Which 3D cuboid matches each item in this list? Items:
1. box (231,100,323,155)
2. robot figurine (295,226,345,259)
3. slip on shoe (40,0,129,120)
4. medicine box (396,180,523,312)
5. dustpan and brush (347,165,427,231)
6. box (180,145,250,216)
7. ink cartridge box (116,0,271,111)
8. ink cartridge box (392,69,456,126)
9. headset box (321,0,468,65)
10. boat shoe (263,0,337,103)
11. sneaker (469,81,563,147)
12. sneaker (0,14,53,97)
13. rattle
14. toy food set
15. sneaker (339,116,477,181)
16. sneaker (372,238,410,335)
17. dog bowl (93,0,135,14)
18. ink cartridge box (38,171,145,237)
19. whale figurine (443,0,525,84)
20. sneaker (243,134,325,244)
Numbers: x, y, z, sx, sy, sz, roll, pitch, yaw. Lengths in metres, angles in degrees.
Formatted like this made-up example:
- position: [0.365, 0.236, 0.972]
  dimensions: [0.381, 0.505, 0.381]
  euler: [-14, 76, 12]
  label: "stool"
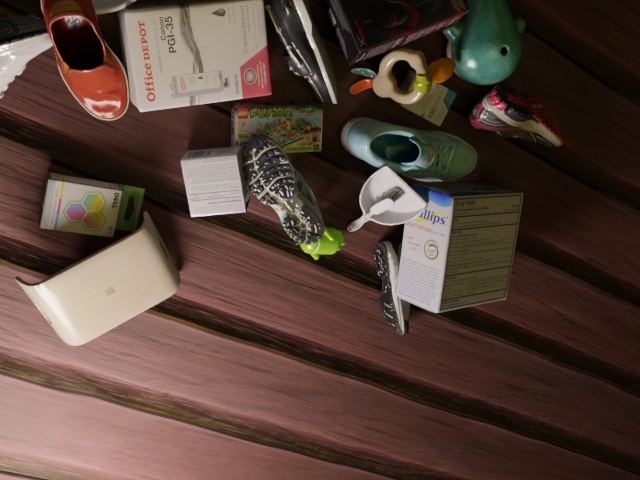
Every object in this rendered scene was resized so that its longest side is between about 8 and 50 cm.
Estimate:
- position: [-0.099, -0.255, 1.789]
  dimensions: [0.207, 0.036, 0.114]
  euler: [-6, 112, -19]
  label: "box"
- position: [0.000, 0.000, 1.906]
  dimensions: [0.115, 0.067, 0.101]
  euler: [2, 149, -30]
  label: "robot figurine"
- position: [-0.452, -0.346, 1.525]
  dimensions: [0.123, 0.101, 0.331]
  euler: [-13, 146, -5]
  label: "slip on shoe"
- position: [0.343, 0.009, 1.948]
  dimensions: [0.263, 0.149, 0.289]
  euler: [-5, 107, -39]
  label: "medicine box"
- position: [0.134, -0.076, 1.891]
  dimensions: [0.147, 0.211, 0.060]
  euler: [42, 55, -12]
  label: "dustpan and brush"
- position: [-0.230, -0.130, 1.747]
  dimensions: [0.126, 0.072, 0.137]
  euler: [-5, 113, 5]
  label: "box"
- position: [-0.258, -0.388, 1.629]
  dimensions: [0.283, 0.117, 0.207]
  euler: [-11, 114, -17]
  label: "ink cartridge box"
- position: [0.247, -0.339, 1.879]
  dimensions: [0.122, 0.052, 0.088]
  euler: [23, 101, -27]
  label: "ink cartridge box"
- position: [0.160, -0.535, 1.695]
  dimensions: [0.293, 0.110, 0.218]
  euler: [-22, 92, -12]
  label: "headset box"
- position: [-0.041, -0.419, 1.712]
  dimensions: [0.091, 0.114, 0.302]
  euler: [-16, 127, 11]
  label: "boat shoe"
- position: [0.494, -0.299, 1.969]
  dimensions: [0.299, 0.121, 0.112]
  euler: [17, 139, -36]
  label: "sneaker"
- position: [-0.644, -0.335, 1.526]
  dimensions: [0.297, 0.111, 0.129]
  euler: [-28, 138, -8]
  label: "sneaker"
- position: [0.182, -0.385, 1.810]
  dimensions: [0.130, 0.200, 0.143]
  euler: [56, 51, -25]
  label: "rattle"
- position: [-0.476, 0.082, 1.733]
  dimensions: [0.306, 0.092, 0.219]
  euler: [-30, 138, -13]
  label: "toy food set"
- position: [0.231, -0.199, 1.873]
  dimensions: [0.366, 0.150, 0.135]
  euler: [6, 109, -23]
  label: "sneaker"
- position: [0.208, 0.122, 2.023]
  dimensions: [0.108, 0.100, 0.271]
  euler: [-16, 115, -21]
  label: "sneaker"
- position: [-0.430, -0.559, 1.452]
  dimensions: [0.265, 0.104, 0.265]
  euler: [-11, 137, -11]
  label: "dog bowl"
- position: [-0.487, -0.071, 1.697]
  dimensions: [0.209, 0.062, 0.109]
  euler: [9, 106, -24]
  label: "ink cartridge box"
- position: [0.391, -0.495, 1.823]
  dimensions: [0.216, 0.141, 0.272]
  euler: [-6, 111, -18]
  label: "whale figurine"
- position: [-0.087, -0.124, 1.802]
  dimensions: [0.110, 0.122, 0.283]
  euler: [-23, 118, 13]
  label: "sneaker"
